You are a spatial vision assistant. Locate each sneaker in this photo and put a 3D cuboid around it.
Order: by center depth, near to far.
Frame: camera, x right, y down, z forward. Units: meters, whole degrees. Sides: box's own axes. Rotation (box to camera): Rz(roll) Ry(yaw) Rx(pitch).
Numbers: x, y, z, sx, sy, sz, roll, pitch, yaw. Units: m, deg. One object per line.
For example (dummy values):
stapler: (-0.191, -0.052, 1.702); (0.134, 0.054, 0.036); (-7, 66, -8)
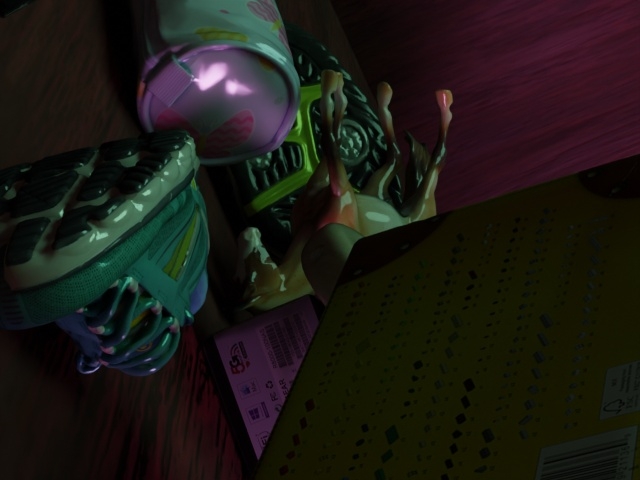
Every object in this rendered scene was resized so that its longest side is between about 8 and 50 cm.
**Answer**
sneaker: (-0.091, 0.009, 0.781); (0.275, 0.107, 0.110); (-41, 118, -81)
sneaker: (0.000, 0.000, 1.407); (0.384, 0.145, 0.147); (63, -24, -3)

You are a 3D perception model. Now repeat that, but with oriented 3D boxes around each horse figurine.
horse figurine: (0.031, -0.032, 1.253); (0.263, 0.066, 0.174); (-1, 99, -61)

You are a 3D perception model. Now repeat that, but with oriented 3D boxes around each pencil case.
pencil case: (-0.091, -0.179, 1.238); (0.124, 0.113, 0.273); (45, 21, -44)

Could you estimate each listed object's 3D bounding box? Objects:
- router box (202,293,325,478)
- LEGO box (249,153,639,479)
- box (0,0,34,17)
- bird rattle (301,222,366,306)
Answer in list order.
router box: (0.038, 0.203, 1.138); (0.243, 0.081, 0.309); (38, 30, -73)
LEGO box: (0.116, 0.245, 0.688); (0.372, 0.193, 0.500); (64, 24, -21)
box: (-0.225, -0.311, 0.871); (0.293, 0.073, 0.295); (59, 11, -50)
bird rattle: (0.073, 0.059, 1.062); (0.207, 0.143, 0.253); (43, 16, -26)
